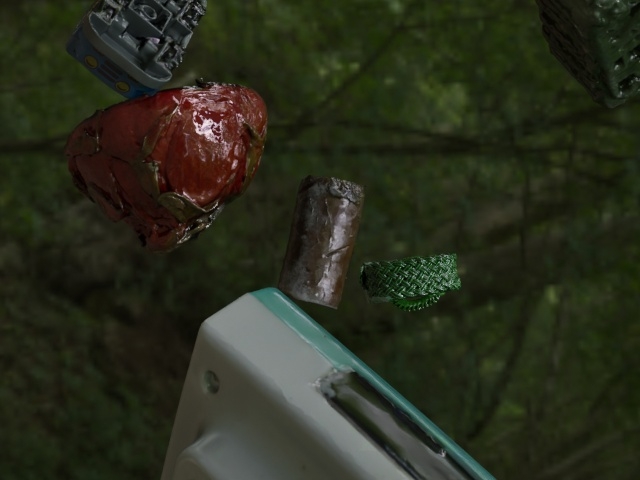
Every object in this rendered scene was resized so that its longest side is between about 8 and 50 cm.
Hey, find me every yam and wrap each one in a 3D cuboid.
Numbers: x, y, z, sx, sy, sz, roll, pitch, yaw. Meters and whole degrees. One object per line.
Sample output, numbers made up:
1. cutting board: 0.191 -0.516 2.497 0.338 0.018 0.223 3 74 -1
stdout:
1. yam: 0.000 0.000 1.516 0.079 0.079 0.141 72 31 -83

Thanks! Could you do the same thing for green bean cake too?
1. green bean cake: 0.288 -0.215 1.225 0.094 0.181 0.173 60 2 29

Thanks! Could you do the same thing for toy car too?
1. toy car: -0.187 -0.204 1.376 0.100 0.097 0.191 -42 -161 33

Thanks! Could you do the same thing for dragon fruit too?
1. dragon fruit: -0.147 -0.062 1.474 0.224 0.218 0.148 101 -28 -76

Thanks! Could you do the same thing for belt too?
1. belt: 0.133 0.063 2.053 0.121 0.151 0.079 170 -86 -67

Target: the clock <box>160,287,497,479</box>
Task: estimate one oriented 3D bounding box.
1. clock: 0.005 0.194 0.730 0.262 0.116 0.231 40 -44 29
